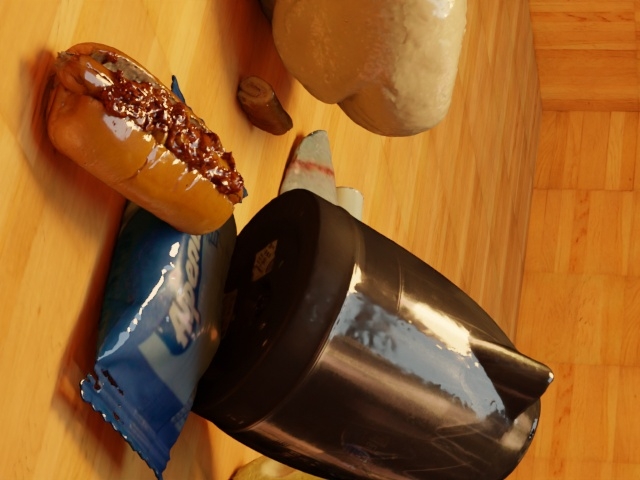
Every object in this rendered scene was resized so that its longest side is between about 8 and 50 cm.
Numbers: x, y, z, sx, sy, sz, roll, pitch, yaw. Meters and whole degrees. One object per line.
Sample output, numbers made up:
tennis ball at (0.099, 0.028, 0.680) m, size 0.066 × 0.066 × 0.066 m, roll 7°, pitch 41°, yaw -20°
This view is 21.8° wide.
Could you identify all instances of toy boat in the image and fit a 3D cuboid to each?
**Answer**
toy boat at (0.000, 0.000, 1.927) m, size 0.206 × 0.096 × 0.282 m, roll 6°, pitch 72°, yaw -48°

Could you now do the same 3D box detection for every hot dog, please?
hot dog at (-0.133, -0.078, 1.310) m, size 0.249 × 0.076 × 0.102 m, roll 40°, pitch 52°, yaw -52°

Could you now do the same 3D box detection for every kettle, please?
kettle at (0.037, 0.144, 1.578) m, size 0.324 × 0.321 × 0.228 m, roll 30°, pitch 47°, yaw -22°

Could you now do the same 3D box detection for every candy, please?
candy at (-0.130, 0.034, 1.446) m, size 0.187 × 0.077 × 0.331 m, roll 62°, pitch 30°, yaw -51°

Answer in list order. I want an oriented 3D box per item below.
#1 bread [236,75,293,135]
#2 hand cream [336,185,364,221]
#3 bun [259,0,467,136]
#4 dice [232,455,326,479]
bread at (-0.059, -0.141, 1.758) m, size 0.036 × 0.047 × 0.083 m, roll -54°, pitch 156°, yaw -9°
hand cream at (0.013, 0.091, 2.024) m, size 0.058 × 0.085 × 0.331 m, roll 20°, pitch 62°, yaw -28°
bun at (0.040, -0.288, 1.780) m, size 0.365 × 0.219 × 0.365 m, roll -179°, pitch -90°, yaw -87°
dice at (-0.013, 0.331, 1.750) m, size 0.169 × 0.166 × 0.169 m, roll -63°, pitch 151°, yaw -59°
